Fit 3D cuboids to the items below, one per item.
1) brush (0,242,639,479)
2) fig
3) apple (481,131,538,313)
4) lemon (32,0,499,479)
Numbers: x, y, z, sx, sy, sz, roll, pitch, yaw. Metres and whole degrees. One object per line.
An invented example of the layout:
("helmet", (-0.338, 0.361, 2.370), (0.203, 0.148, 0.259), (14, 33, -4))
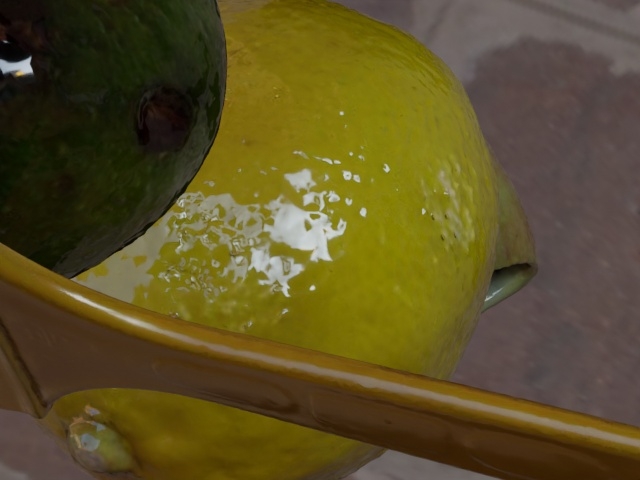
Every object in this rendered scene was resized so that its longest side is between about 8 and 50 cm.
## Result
("brush", (-0.012, 0.032, 0.444), (0.272, 0.103, 0.013), (13, 66, 12))
("fig", (-0.107, -0.036, 0.565), (0.156, 0.123, 0.123), (-32, 70, 43))
("apple", (0.000, 0.000, 1.261), (0.265, 0.120, 0.193), (-30, 84, -5))
("lemon", (-0.033, 0.003, 0.939), (0.236, 0.236, 0.263), (-6, 55, 17))
